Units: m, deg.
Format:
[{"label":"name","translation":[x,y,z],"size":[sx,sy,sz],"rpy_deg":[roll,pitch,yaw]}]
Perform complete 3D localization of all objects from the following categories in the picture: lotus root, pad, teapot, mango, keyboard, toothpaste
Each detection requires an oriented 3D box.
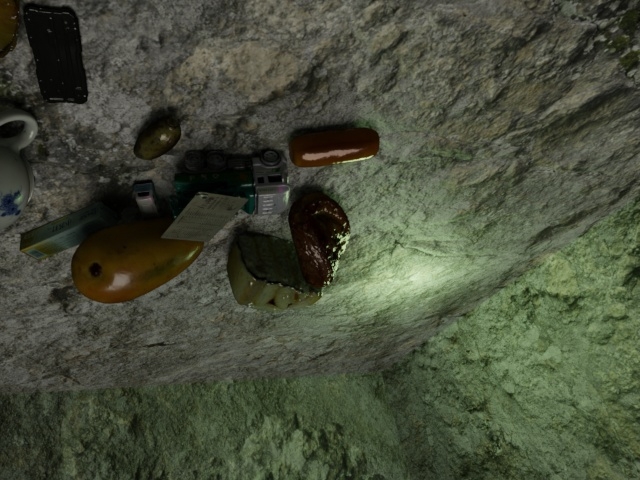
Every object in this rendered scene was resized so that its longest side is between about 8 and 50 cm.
[{"label":"lotus root","translation":[-0.430,-0.268,1.393],"size":[0.179,0.089,0.080],"rpy_deg":[-31,103,34]},{"label":"pad","translation":[-0.334,-0.059,1.508],"size":[0.160,0.009,0.265],"rpy_deg":[5,150,-39]},{"label":"teapot","translation":[-0.833,-0.148,1.313],"size":[0.424,0.252,0.280],"rpy_deg":[-54,171,19]},{"label":"mango","translation":[-0.557,0.046,1.659],"size":[0.300,0.232,0.446],"rpy_deg":[-19,-176,41]},{"label":"keyboard","translation":[-0.584,-0.405,1.172],"size":[0.106,0.016,0.262],"rpy_deg":[-2,149,-18]},{"label":"toothpaste","translation":[-0.803,-0.026,1.672],"size":[0.313,0.071,0.089],"rpy_deg":[-20,147,12]}]

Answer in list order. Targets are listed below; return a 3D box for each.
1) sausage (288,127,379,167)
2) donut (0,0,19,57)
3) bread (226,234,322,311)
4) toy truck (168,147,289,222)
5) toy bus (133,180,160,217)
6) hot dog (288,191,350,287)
[{"label":"sausage","translation":[0.043,-0.276,1.558],"size":[0.275,0.105,0.105],"rpy_deg":[-8,150,-8]},{"label":"donut","translation":[-0.682,-0.460,0.964],"size":[0.272,0.107,0.272],"rpy_deg":[-6,151,-3]},{"label":"bread","translation":[-0.215,0.143,2.023],"size":[0.395,0.239,0.264],"rpy_deg":[16,139,-39]},{"label":"toy truck","translation":[-0.268,-0.155,1.568],"size":[0.364,0.178,0.176],"rpy_deg":[-8,149,-14]},{"label":"toy bus","translation":[-0.533,-0.119,1.616],"size":[0.060,0.074,0.123],"rpy_deg":[-8,149,-10]},{"label":"hot dog","translation":[0.000,0.000,1.858],"size":[0.174,0.267,0.387],"rpy_deg":[7,144,16]}]
